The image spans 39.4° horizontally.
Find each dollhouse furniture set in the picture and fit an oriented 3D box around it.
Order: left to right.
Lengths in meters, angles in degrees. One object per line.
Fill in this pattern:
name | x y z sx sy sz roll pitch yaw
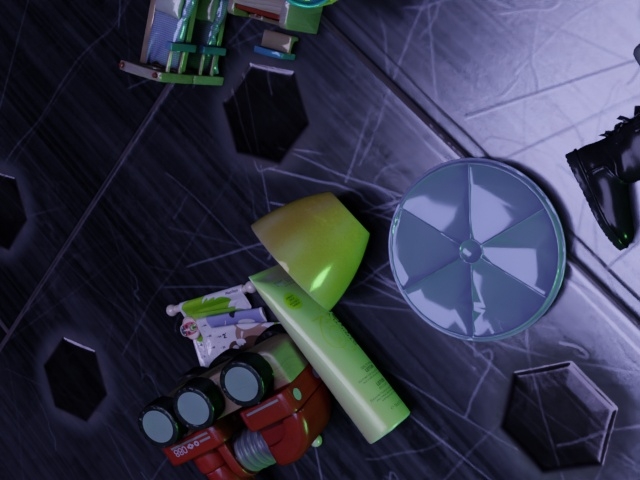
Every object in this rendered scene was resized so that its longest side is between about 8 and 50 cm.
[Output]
dollhouse furniture set | -0.119 -0.240 1.051 0.183 0.129 0.129 21 107 26

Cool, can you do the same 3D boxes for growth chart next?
growth chart | -0.095 0.169 1.159 0.172 0.021 0.237 -24 85 29

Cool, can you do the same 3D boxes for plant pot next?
plant pot | 0.000 0.000 1.030 0.095 0.134 0.134 -42 74 2

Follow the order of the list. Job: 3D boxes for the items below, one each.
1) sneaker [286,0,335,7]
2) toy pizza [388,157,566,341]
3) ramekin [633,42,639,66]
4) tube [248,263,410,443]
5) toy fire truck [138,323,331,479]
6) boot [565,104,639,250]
sneaker | -0.058 -0.341 0.953 0.319 0.127 0.208 3 74 42
toy pizza | 0.169 0.010 0.976 0.201 0.032 0.201 5 100 28
ramekin | 0.396 -0.174 0.694 0.272 0.273 0.127 -32 92 29
tube | 0.010 0.126 1.056 0.062 0.070 0.240 -36 80 -11
toy fire truck | -0.078 0.262 1.077 0.217 0.158 0.246 -30 94 28
boot | 0.309 -0.063 0.880 0.099 0.045 0.121 -29 82 27
